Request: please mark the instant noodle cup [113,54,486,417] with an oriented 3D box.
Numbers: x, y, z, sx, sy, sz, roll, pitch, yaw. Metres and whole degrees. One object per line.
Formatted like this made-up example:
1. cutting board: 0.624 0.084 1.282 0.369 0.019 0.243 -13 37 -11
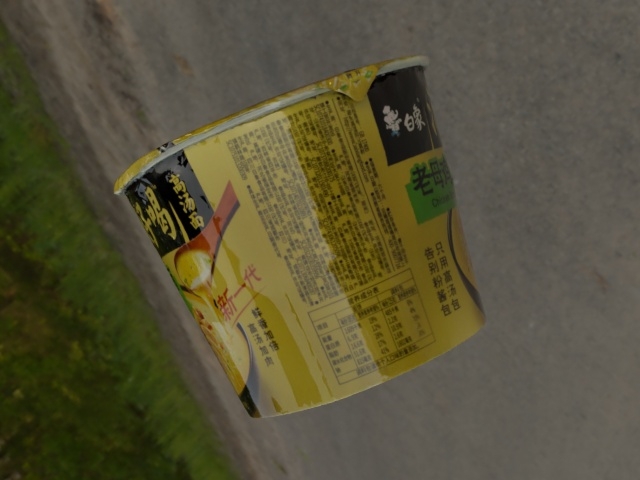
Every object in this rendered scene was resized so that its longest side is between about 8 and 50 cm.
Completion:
1. instant noodle cup: 0.000 0.000 0.440 0.122 0.151 0.151 66 159 -3
